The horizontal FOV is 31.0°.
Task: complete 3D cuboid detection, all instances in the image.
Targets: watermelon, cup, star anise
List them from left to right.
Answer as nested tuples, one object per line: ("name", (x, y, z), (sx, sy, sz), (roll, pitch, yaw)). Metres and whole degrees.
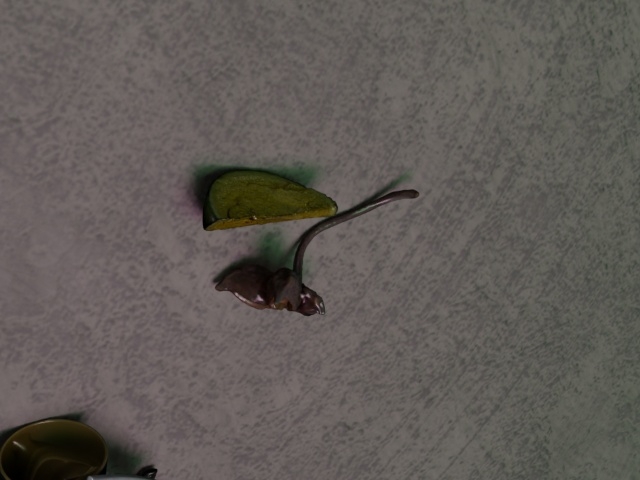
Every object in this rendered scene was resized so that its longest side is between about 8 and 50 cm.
("cup", (-0.349, 0.327, 1.431), (0.176, 0.131, 0.155), (-11, 125, -23))
("watermelon", (-0.082, -0.033, 1.427), (0.181, 0.092, 0.075), (-8, 133, -39))
("star anise", (0.000, 0.000, 1.499), (0.218, 0.148, 0.228), (19, 75, -6))

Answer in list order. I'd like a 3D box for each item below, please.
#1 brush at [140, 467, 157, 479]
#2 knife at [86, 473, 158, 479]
("brush", (-0.279, 0.389, 1.577), (0.063, 0.016, 0.193), (25, 100, -40))
("knife", (-0.227, 0.338, 1.498), (0.061, 0.027, 0.343), (-62, 157, -8))
